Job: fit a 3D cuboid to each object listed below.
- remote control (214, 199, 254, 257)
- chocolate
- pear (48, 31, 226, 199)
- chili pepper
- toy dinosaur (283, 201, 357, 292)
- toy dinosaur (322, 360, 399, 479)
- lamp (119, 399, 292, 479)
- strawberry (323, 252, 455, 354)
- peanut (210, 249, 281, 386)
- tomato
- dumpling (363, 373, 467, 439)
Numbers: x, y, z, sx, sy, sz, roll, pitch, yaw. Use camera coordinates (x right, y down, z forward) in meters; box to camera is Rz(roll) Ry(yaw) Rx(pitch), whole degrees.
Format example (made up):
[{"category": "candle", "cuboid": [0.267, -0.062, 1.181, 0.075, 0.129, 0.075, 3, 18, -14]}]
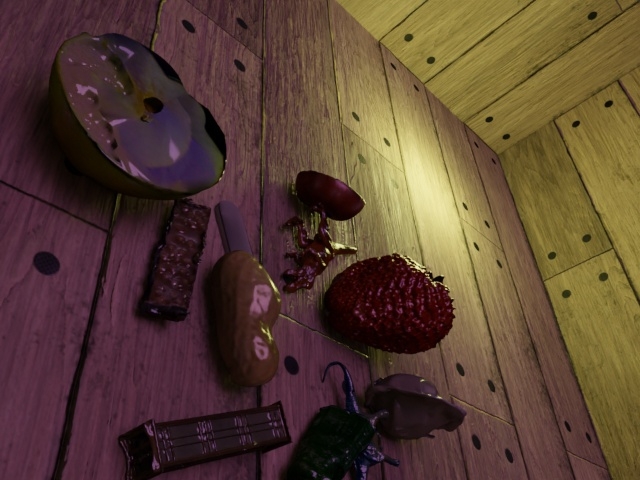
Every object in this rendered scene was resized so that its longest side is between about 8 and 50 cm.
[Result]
[{"category": "remote control", "cuboid": [-0.205, 0.009, 1.453, 0.077, 0.022, 0.245, 8, 56, -48]}, {"category": "chocolate", "cuboid": [-0.299, 0.038, 1.253, 0.102, 0.065, 0.329, 11, 45, -8]}, {"category": "pear", "cuboid": [-0.406, -0.228, 1.250, 0.398, 0.165, 0.399, 34, 37, -32]}, {"category": "chili pepper", "cuboid": [0.011, 0.463, 1.253, 0.136, 0.099, 0.270, 33, 34, 8]}, {"category": "toy dinosaur", "cuboid": [0.000, 0.000, 1.672, 0.432, 0.097, 0.208, -34, 106, -55]}, {"category": "toy dinosaur", "cuboid": [0.103, 0.465, 1.410, 0.147, 0.076, 0.363, 10, 59, -35]}, {"category": "lamp", "cuboid": [-0.196, 0.362, 1.082, 0.325, 0.089, 0.090, 10, 55, -49]}, {"category": "strawberry", "cuboid": [0.169, 0.177, 1.637, 0.351, 0.267, 0.312, -5, 33, -24]}, {"category": "peanut", "cuboid": [-0.153, 0.158, 1.272, 0.147, 0.147, 0.319, 23, 41, -43]}, {"category": "tomato", "cuboid": [0.018, -0.121, 1.752, 0.225, 0.225, 0.085, 31, 78, -36]}, {"category": "dumpling", "cuboid": [0.248, 0.415, 1.537, 0.292, 0.204, 0.163, 29, 28, -24]}]
